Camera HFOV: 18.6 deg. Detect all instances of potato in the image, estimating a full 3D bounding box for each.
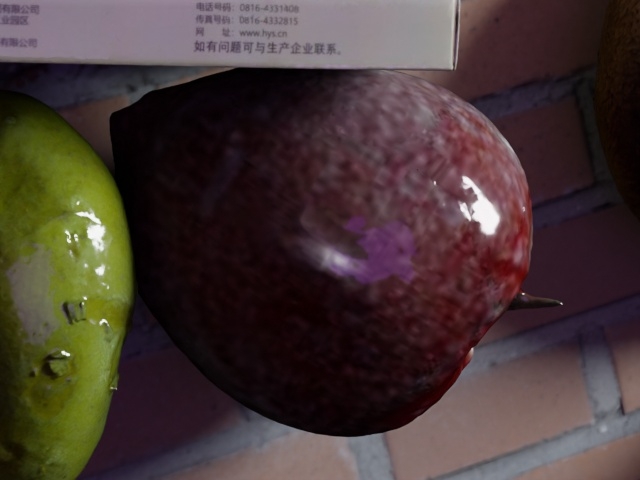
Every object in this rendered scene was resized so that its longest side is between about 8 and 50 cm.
[{"bbox_3d":[-0.198,0.038,1.161,0.148,0.186,0.253,-14,98,-44],"label":"potato"}]

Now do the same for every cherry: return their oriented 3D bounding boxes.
[{"bbox_3d":[0.000,0.000,1.210,0.300,0.203,0.230,26,130,-3],"label":"cherry"}]

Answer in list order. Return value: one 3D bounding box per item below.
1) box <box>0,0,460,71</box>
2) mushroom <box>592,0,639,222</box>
[{"bbox_3d":[-0.120,-0.140,1.143,0.353,0.214,0.069,-2,101,-19],"label":"box"},{"bbox_3d":[0.320,-0.103,1.336,0.278,0.163,0.297,-37,108,-2],"label":"mushroom"}]
